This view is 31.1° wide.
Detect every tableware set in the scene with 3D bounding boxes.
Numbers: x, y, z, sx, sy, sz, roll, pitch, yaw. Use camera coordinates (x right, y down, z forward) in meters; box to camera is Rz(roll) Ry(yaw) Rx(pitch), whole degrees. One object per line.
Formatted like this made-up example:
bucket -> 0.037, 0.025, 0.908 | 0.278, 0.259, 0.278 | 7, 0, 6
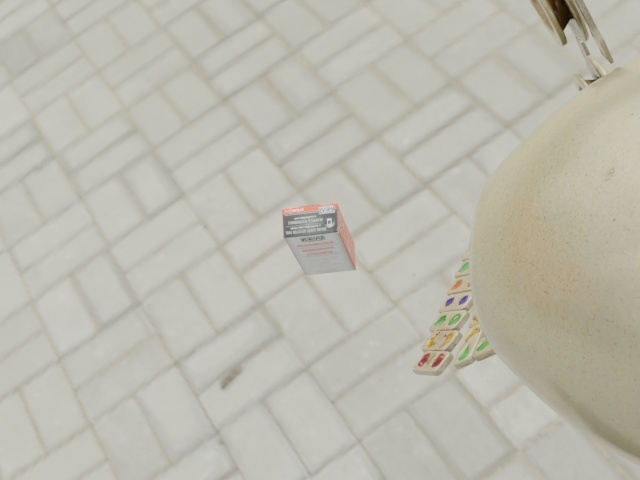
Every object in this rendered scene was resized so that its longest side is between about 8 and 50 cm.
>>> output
tableware set -> 0.184, -0.133, 0.845 | 0.039, 0.194, 0.128 | -31, 27, 10

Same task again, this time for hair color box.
hair color box -> 0.000, 0.000, 1.466 | 0.072, 0.141, 0.043 | -6, 69, 8

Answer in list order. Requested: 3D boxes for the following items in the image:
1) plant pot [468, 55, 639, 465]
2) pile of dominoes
plant pot -> 0.204, 0.014, 0.698 | 0.191, 0.284, 0.284 | -2, 52, 36
pile of dominoes -> 0.184, 0.038, 1.242 | 0.196, 0.040, 0.251 | -32, 19, 43
